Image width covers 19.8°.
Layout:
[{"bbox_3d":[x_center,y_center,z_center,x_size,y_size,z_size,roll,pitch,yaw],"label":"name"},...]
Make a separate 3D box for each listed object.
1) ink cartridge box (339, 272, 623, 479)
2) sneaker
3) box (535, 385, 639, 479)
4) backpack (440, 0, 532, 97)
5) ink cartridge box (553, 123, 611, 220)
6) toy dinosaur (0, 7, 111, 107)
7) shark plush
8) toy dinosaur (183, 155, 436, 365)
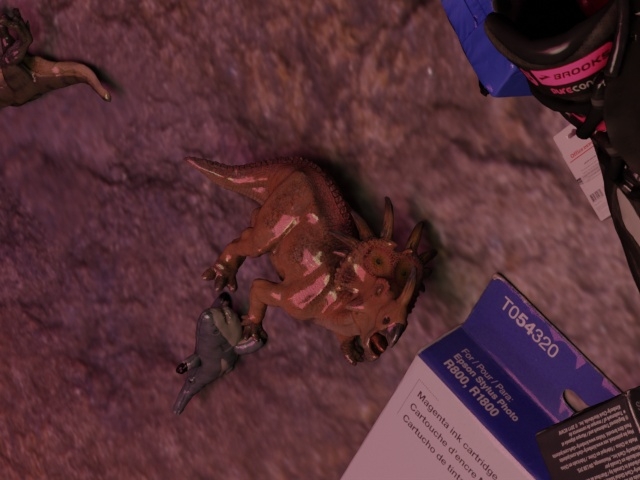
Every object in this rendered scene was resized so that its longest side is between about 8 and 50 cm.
[{"bbox_3d":[0.180,0.255,1.681,0.324,0.071,0.330,45,131,23],"label":"ink cartridge box"},{"bbox_3d":[0.217,-0.124,1.348,0.185,0.202,0.483,-9,104,52],"label":"sneaker"},{"bbox_3d":[0.314,0.237,1.446,0.143,0.165,0.270,-37,73,59],"label":"box"},{"bbox_3d":[0.167,-0.192,1.522,0.101,0.098,0.120,-49,58,37],"label":"backpack"},{"bbox_3d":[0.238,-0.065,1.542,0.048,0.028,0.083,-38,78,43],"label":"ink cartridge box"},{"bbox_3d":[-0.333,-0.197,2.012,0.268,0.064,0.118,-4,116,43],"label":"toy dinosaur"},{"bbox_3d":[-0.128,0.118,1.921,0.073,0.067,0.161,56,133,14],"label":"shark plush"},{"bbox_3d":[0.000,0.000,1.726,0.295,0.127,0.200,56,134,19],"label":"toy dinosaur"}]
